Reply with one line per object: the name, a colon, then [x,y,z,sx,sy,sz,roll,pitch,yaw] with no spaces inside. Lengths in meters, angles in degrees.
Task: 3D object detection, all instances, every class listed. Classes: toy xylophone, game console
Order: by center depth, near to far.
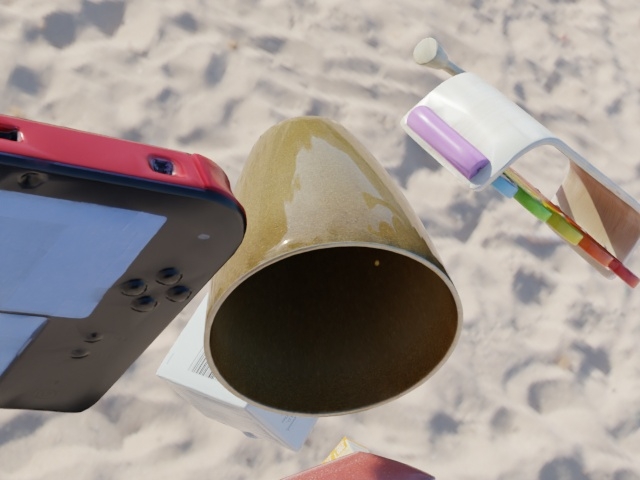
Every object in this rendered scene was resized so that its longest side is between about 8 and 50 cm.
game console: [-0.281,0.033,0.897,0.387,0.342,0.060,10,45,-36]
toy xylophone: [0.196,-0.077,1.164,0.323,0.081,0.236,29,15,-42]

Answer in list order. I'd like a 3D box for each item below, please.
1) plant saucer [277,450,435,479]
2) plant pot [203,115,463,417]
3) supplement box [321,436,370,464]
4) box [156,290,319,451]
plant saucer: [-0.085,0.229,0.815,0.259,0.258,0.047,-7,62,-49]
plant pot: [0.000,0.000,1.169,0.237,0.237,0.254,14,41,-21]
supplement box: [0.033,0.261,1.243,0.036,0.062,0.098,33,13,-32]
box: [-0.074,0.143,1.499,0.119,0.181,0.182,49,65,-40]
